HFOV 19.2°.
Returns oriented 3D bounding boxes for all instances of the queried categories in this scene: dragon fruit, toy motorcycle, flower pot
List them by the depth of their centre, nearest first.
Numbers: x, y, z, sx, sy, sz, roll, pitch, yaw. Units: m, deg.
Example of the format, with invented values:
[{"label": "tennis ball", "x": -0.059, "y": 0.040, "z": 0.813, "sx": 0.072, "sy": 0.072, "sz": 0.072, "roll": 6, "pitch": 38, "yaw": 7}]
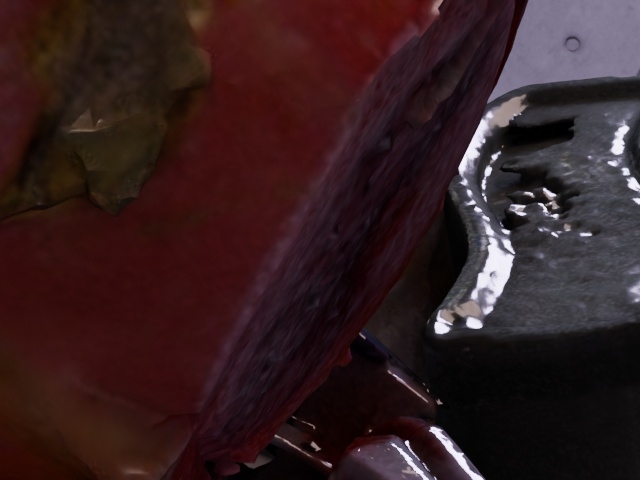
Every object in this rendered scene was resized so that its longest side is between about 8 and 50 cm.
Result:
[{"label": "dragon fruit", "x": -0.104, "y": -0.075, "z": 0.420, "sx": 0.291, "sy": 0.269, "sz": 0.250, "roll": 32, "pitch": -5, "yaw": 14}, {"label": "toy motorcycle", "x": -0.018, "y": 0.051, "z": 0.564, "sx": 0.213, "sy": 0.082, "sz": 0.122, "roll": 31, "pitch": 6, "yaw": 36}, {"label": "flower pot", "x": 0.099, "y": 0.027, "z": 0.688, "sx": 0.103, "sy": 0.108, "sz": 0.229, "roll": -8, "pitch": 25, "yaw": 10}]

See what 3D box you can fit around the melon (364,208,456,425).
[{"label": "melon", "x": 0.006, "y": 0.026, "z": 0.761, "sx": 0.093, "sy": 0.202, "sz": 0.139, "roll": 17, "pitch": 36, "yaw": 38}]
